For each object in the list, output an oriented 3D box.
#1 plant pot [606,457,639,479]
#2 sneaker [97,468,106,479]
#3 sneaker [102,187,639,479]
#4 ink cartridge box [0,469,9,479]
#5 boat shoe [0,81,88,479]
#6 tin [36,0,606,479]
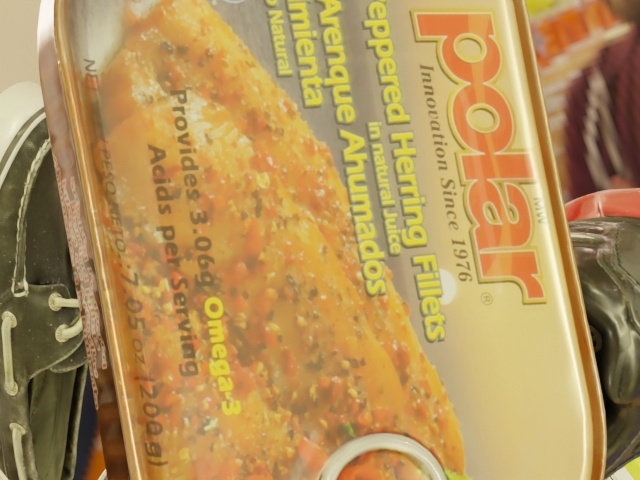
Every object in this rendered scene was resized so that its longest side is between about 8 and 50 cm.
[{"bbox_3d":[0.148,0.218,1.388,0.228,0.227,0.207,-28,-12,-34],"label":"plant pot"},{"bbox_3d":[-0.086,0.185,1.322,0.114,0.152,0.305,-13,-38,-54],"label":"sneaker"},{"bbox_3d":[0.019,0.065,0.678,0.276,0.098,0.135,-26,-4,23],"label":"sneaker"},{"bbox_3d":[-0.164,0.194,0.694,0.207,0.283,0.117,-38,-14,-21],"label":"ink cartridge box"},{"bbox_3d":[-0.133,0.031,0.913,0.070,0.219,0.078,23,32,21],"label":"boat shoe"},{"bbox_3d":[0.000,0.000,0.413,0.106,0.190,0.040,-8,-5,-17],"label":"tin"}]
